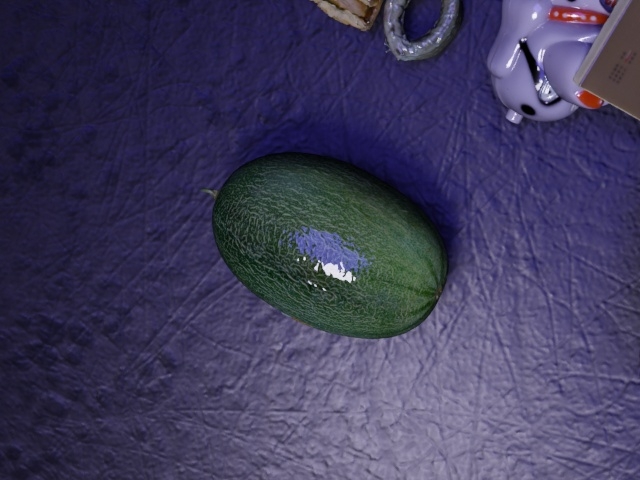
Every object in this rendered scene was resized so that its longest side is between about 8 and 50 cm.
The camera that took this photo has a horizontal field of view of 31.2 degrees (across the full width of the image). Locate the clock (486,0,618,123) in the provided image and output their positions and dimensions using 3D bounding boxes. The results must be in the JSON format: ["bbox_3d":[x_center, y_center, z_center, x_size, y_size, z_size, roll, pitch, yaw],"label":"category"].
[{"bbox_3d":[0.264,-0.236,1.203,0.189,0.189,0.254,26,103,9],"label":"clock"}]

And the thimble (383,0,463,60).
[{"bbox_3d":[0.112,-0.250,1.276,0.084,0.062,0.110,32,98,9],"label":"thimble"}]

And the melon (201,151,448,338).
[{"bbox_3d":[0.000,0.000,1.251,0.288,0.182,0.182,28,97,7],"label":"melon"}]

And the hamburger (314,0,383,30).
[{"bbox_3d":[-0.026,-0.350,1.280,0.262,0.124,0.131,33,80,4],"label":"hamburger"}]

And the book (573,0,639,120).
[{"bbox_3d":[0.430,-0.185,1.151,0.310,0.021,0.217,25,105,-22],"label":"book"}]
